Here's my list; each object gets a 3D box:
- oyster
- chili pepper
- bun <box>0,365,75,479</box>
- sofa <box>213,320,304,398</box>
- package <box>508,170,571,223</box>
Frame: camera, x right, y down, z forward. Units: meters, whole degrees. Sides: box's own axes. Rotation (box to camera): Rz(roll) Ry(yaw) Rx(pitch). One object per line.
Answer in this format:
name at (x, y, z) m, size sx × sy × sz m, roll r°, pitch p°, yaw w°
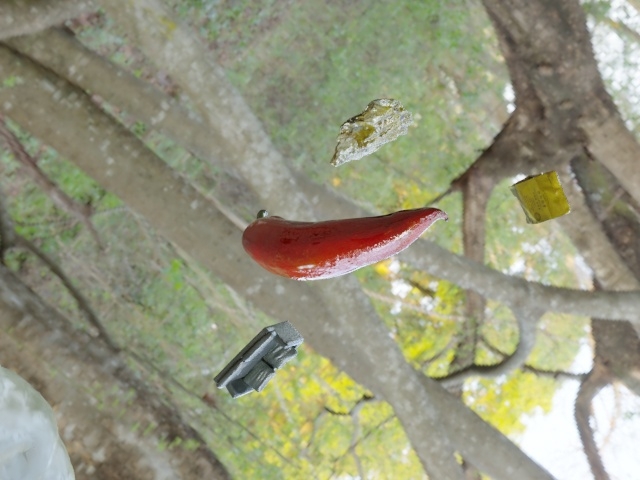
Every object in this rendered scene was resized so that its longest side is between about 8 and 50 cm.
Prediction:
oyster at (0.087, -0.189, 1.498) m, size 0.045 × 0.146 × 0.122 m, roll -104°, pitch -168°, yaw -57°
chili pepper at (-0.001, 0.003, 1.234) m, size 0.368 × 0.092 × 0.137 m, roll 5°, pitch -148°, yaw 45°
bun at (-0.290, 0.162, 0.484) m, size 0.210 × 0.360 × 0.360 m, roll -11°, pitch -150°, yaw 34°
sofa at (-0.101, 0.206, 1.483) m, size 0.147 × 0.060 × 0.085 m, roll -45°, pitch 163°, yaw 21°
package at (0.327, -0.063, 1.327) m, size 0.047 × 0.071 × 0.131 m, roll -23°, pitch -177°, yaw 0°
